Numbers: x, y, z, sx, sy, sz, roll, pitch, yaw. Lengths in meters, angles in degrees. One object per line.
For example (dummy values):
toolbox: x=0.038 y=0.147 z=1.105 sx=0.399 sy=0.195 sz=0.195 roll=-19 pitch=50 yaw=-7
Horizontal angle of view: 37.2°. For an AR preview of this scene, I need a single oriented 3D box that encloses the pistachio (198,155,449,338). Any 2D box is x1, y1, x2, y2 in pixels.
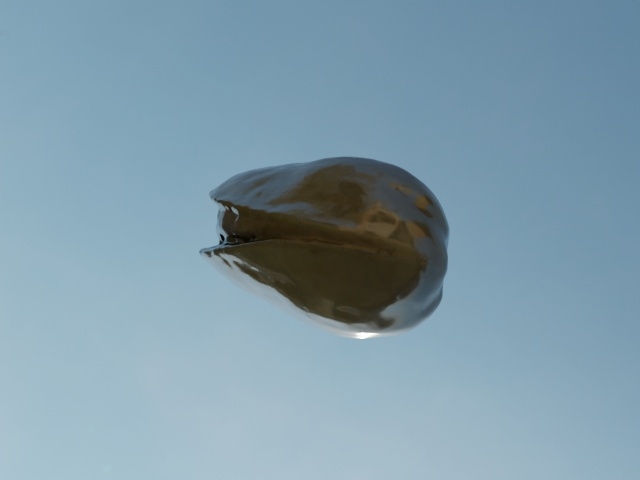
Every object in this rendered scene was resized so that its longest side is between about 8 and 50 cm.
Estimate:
pistachio: x=0.000 y=0.000 z=0.687 sx=0.226 sy=0.136 sz=0.136 roll=12 pitch=-75 yaw=43
